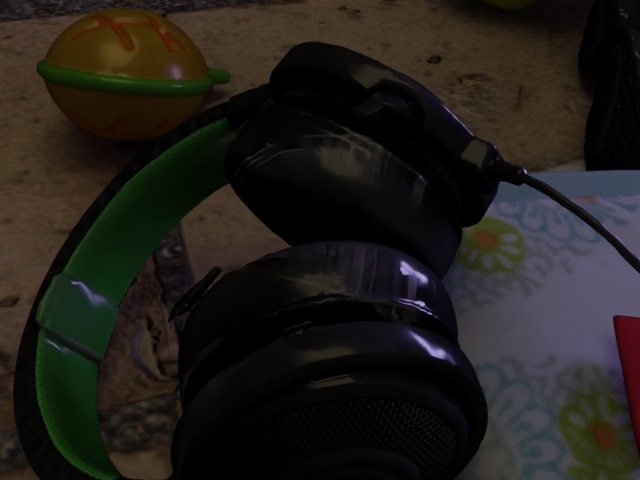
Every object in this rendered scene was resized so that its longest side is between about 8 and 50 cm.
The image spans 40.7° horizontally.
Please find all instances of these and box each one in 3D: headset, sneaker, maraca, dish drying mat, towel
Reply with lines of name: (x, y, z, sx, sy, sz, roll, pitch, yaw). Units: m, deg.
headset: (0.000, 0.000, 0.382, 0.394, 0.185, 0.243, -11, 51, 30)
sneaker: (0.280, -0.125, 0.683, 0.130, 0.109, 0.286, 14, 44, 4)
maraca: (-0.142, -0.131, 0.678, 0.127, 0.099, 0.185, 13, 17, 9)
dish drying mat: (0.156, 0.069, 0.400, 0.032, 0.008, 0.083, 6, 43, 3)
towel: (0.227, 0.082, 0.454, 0.375, 0.090, 0.320, -5, 41, -8)

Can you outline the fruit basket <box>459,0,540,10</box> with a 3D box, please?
fruit basket: (0.289, -0.367, 0.801, 0.392, 0.392, 0.282, 14, 63, 13)
